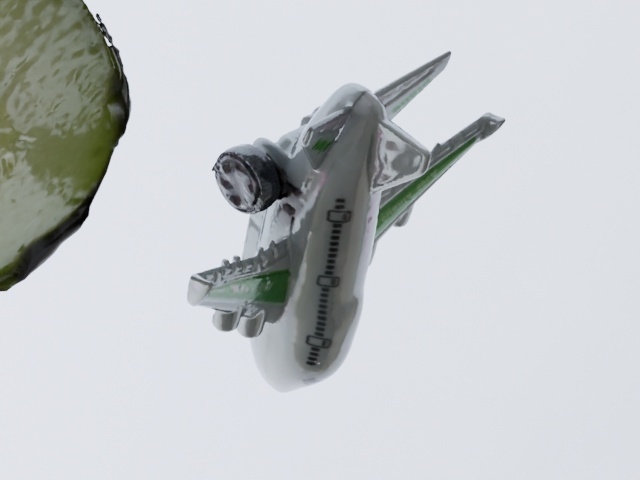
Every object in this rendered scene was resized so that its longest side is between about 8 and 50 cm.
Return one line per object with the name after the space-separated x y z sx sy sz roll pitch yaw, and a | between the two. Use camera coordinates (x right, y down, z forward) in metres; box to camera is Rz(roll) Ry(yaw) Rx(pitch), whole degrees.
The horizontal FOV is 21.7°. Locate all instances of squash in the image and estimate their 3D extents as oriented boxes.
-0.169 -0.050 0.786 0.155 0.204 0.237 27 -70 -11 | squash

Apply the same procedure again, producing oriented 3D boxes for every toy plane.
-0.003 -0.003 0.983 0.251 0.101 0.255 -30 -26 -38 | toy plane
